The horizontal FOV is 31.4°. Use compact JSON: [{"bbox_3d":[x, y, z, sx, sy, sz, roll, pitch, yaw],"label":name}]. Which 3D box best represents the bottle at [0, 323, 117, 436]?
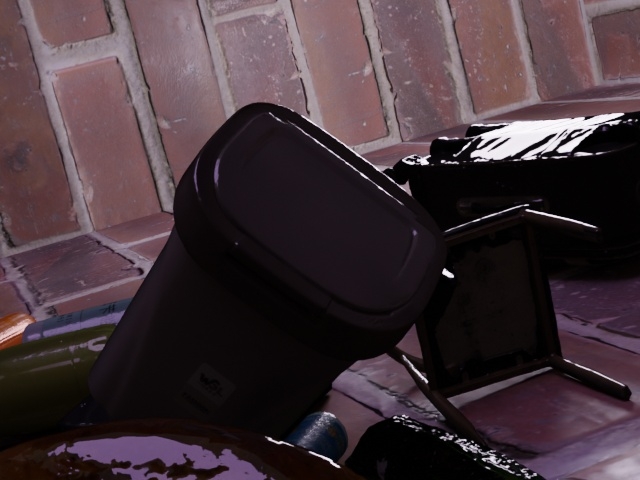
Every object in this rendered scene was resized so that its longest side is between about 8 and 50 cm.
[{"bbox_3d":[-0.355,0.180,1.381,0.260,0.112,0.112,-13,10,5],"label":"bottle"}]

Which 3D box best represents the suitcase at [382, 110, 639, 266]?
[{"bbox_3d":[0.323,-0.073,1.590,0.283,0.194,0.434,-22,13,-38],"label":"suitcase"}]

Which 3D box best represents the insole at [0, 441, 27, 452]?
[{"bbox_3d":[-0.425,0.261,1.339,0.188,0.004,0.064,-12,10,9],"label":"insole"}]

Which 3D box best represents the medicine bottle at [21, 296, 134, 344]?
[{"bbox_3d":[-0.210,0.122,1.504,0.352,0.110,0.110,-14,10,1],"label":"medicine bottle"}]

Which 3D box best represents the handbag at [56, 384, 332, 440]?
[{"bbox_3d":[-0.132,0.178,1.184,0.244,0.088,0.275,-6,11,23],"label":"handbag"}]

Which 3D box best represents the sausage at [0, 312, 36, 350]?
[{"bbox_3d":[-0.516,0.168,1.798,0.071,0.071,0.234,-11,10,20],"label":"sausage"}]

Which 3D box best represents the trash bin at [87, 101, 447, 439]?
[{"bbox_3d":[-0.057,0.055,0.974,0.250,0.220,0.219,-52,1,27],"label":"trash bin"}]

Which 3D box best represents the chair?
[{"bbox_3d":[0.156,0.065,1.113,0.166,0.188,0.272,-16,13,-16],"label":"chair"}]

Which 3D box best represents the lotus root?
[{"bbox_3d":[-0.059,0.207,0.658,0.291,0.193,0.193,5,13,8],"label":"lotus root"}]

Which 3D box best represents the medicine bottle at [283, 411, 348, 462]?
[{"bbox_3d":[-0.029,0.204,0.968,0.051,0.051,0.191,-10,10,23],"label":"medicine bottle"}]

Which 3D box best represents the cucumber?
[{"bbox_3d":[0.103,0.182,0.851,0.074,0.074,0.241,-19,13,-27],"label":"cucumber"}]
